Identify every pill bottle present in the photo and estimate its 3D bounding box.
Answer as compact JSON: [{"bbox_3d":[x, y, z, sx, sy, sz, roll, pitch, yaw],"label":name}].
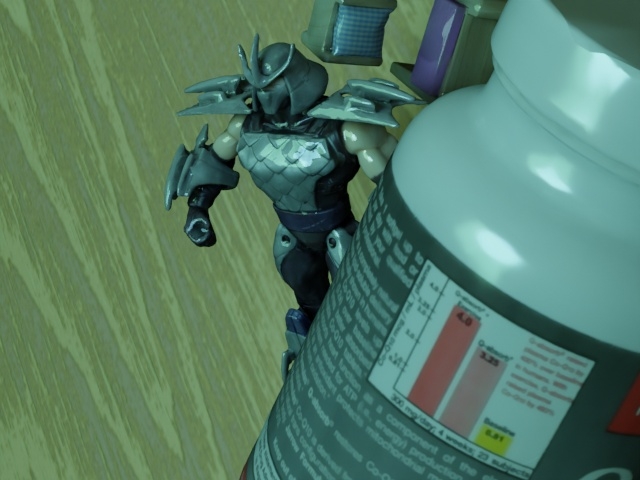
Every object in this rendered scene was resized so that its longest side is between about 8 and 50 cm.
[{"bbox_3d":[0.107,0.049,0.941,0.210,0.210,0.363,53,128,42],"label":"pill bottle"}]

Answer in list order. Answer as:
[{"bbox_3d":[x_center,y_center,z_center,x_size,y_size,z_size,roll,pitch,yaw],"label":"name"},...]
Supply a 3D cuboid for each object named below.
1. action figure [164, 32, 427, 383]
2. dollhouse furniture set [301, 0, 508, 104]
[{"bbox_3d":[0.000,0.000,1.108,0.185,0.099,0.285,14,131,41],"label":"action figure"},{"bbox_3d":[0.044,-0.194,0.967,0.198,0.303,0.286,41,121,49],"label":"dollhouse furniture set"}]
